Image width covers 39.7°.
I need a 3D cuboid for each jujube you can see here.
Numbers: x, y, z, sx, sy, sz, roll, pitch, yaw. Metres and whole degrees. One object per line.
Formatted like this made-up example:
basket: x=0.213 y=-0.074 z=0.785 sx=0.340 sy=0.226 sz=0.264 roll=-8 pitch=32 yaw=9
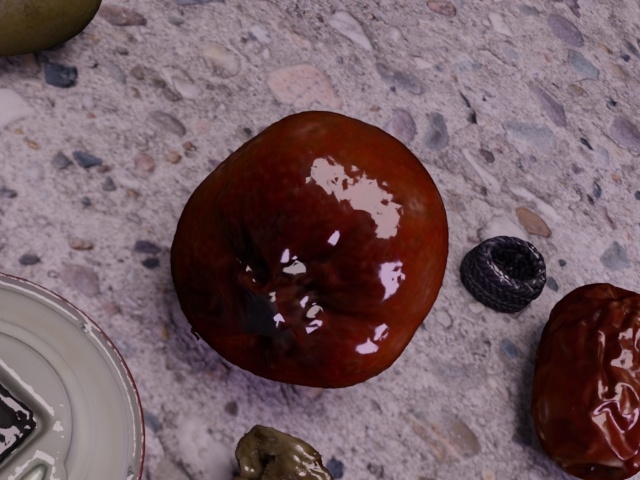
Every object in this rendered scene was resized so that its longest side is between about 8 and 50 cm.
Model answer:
jujube: x=0.349 y=0.171 z=1.101 sx=0.174 sy=0.174 sz=0.251 roll=26 pitch=59 yaw=-14

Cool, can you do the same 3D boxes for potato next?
potato: x=-0.358 y=-0.287 z=0.984 sx=0.174 sy=0.159 sz=0.251 roll=41 pitch=54 yaw=9

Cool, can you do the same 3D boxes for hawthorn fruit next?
hawthorn fruit: x=0.004 y=0.002 z=0.920 sx=0.295 sy=0.295 sz=0.311 roll=48 pitch=50 yaw=6

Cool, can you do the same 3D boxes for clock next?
clock: x=-0.302 y=0.164 z=0.753 sx=0.318 sy=0.080 sz=0.319 roll=17 pitch=51 yaw=-21

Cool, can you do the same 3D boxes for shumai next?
shumai: x=-0.037 y=0.255 z=0.832 sx=0.139 sy=0.123 sz=0.105 roll=44 pitch=56 yaw=-16

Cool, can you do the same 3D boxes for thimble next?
thimble: x=0.247 y=0.040 z=1.191 sx=0.104 sy=0.066 sz=0.095 roll=34 pitch=50 yaw=-7
